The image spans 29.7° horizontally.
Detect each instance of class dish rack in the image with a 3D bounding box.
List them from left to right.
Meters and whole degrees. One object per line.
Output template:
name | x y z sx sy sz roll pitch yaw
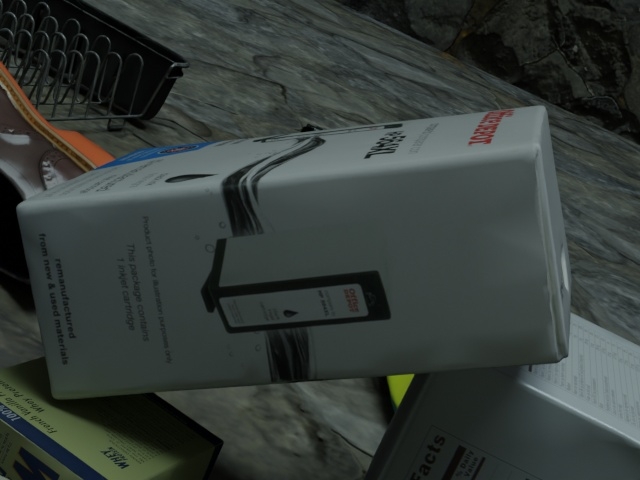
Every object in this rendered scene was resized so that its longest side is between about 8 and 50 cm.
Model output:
dish rack | -0.263 -0.163 1.009 0.208 0.074 0.271 30 18 20

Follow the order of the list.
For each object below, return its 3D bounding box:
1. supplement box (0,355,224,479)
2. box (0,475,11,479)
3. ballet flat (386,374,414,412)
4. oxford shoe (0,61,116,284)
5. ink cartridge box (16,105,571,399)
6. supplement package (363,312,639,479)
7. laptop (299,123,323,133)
supplement box | -0.102 0.093 0.493 0.083 0.056 0.083 30 18 20
box | -0.058 0.151 0.320 0.275 0.094 0.113 25 17 5
ballet flat | 0.079 0.071 0.762 0.077 0.077 0.231 19 18 -18
oxford shoe | -0.229 -0.061 0.724 0.271 0.097 0.098 30 24 19
ink cartridge box | 0.000 0.000 0.513 0.203 0.086 0.148 -6 11 12
supplement package | 0.146 0.136 0.565 0.244 0.134 0.139 26 17 5
laptop | 0.063 0.015 1.019 0.234 0.136 0.264 24 43 3
